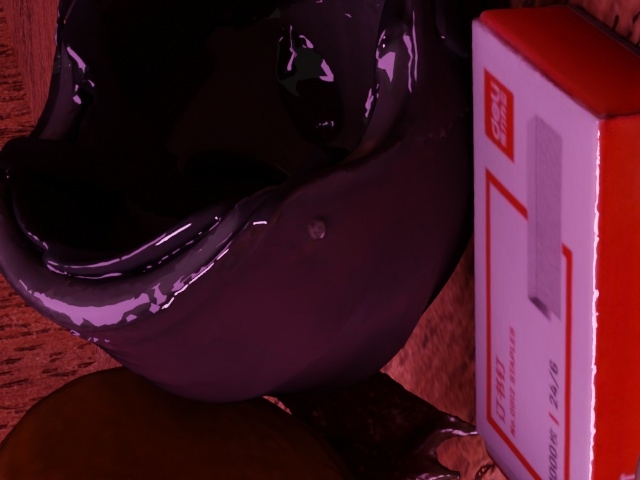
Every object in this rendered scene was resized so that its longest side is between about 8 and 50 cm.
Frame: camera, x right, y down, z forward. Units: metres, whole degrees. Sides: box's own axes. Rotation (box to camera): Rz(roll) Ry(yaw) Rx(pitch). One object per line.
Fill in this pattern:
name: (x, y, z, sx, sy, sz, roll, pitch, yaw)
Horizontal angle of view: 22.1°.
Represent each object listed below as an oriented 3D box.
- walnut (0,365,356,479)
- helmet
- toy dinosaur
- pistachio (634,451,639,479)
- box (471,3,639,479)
walnut: (-0.059, 0.193, 0.785, 0.336, 0.209, 0.209, -126, 28, -56)
helmet: (-0.011, -0.051, 0.796, 0.225, 0.305, 0.177, 8, 148, 41)
toy dinosaur: (0.041, 0.124, 0.941, 0.206, 0.113, 0.327, -29, 94, 37)
pistachio: (0.154, 0.083, 0.504, 0.149, 0.113, 0.113, 66, 168, -13)
box: (0.110, 0.024, 0.702, 0.123, 0.050, 0.229, -125, 27, -57)
